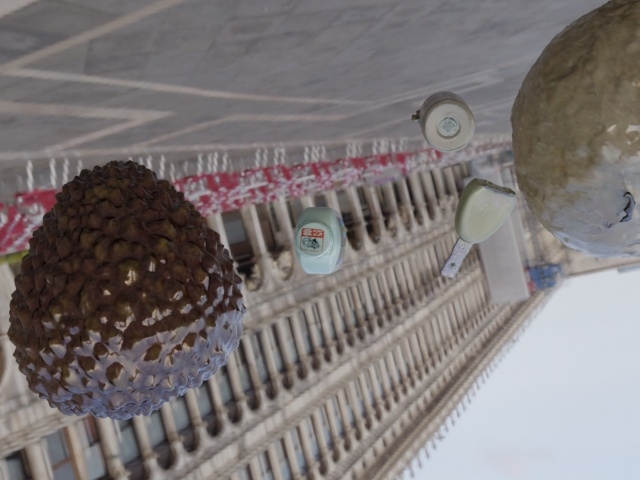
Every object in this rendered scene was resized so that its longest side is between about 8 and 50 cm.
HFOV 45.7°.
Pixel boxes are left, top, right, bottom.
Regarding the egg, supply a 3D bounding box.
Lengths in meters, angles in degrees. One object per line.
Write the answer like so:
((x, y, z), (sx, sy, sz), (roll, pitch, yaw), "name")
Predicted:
((0.352, -0.132, 0.896), (0.279, 0.311, 0.279), (12, -148, -7), "egg")

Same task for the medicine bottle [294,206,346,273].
((0.000, 0.000, 1.385), (0.083, 0.121, 0.229), (1, 180, 5), "medicine bottle")

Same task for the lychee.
((-0.202, 0.046, 0.797), (0.271, 0.272, 0.271), (-14, -178, 1), "lychee")

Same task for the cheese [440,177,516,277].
((0.263, -0.016, 1.330), (0.097, 0.192, 0.037), (17, -156, -18), "cheese")

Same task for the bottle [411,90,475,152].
((0.231, -0.232, 1.451), (0.110, 0.097, 0.209), (-16, -165, 9), "bottle")
